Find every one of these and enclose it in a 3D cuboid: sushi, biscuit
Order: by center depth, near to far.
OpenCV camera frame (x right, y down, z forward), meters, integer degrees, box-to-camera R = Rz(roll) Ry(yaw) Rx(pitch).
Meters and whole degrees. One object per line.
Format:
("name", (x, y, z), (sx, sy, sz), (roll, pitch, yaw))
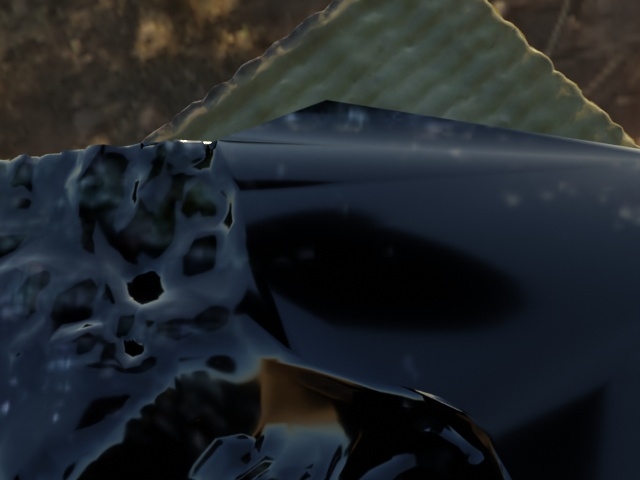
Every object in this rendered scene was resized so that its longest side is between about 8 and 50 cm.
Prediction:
("sushi", (-0.032, 0.108, 0.453), (0.227, 0.215, 0.212), (2, 67, 11))
("biscuit", (0.000, 0.000, 0.824), (0.254, 0.029, 0.172), (-37, 65, -11))
